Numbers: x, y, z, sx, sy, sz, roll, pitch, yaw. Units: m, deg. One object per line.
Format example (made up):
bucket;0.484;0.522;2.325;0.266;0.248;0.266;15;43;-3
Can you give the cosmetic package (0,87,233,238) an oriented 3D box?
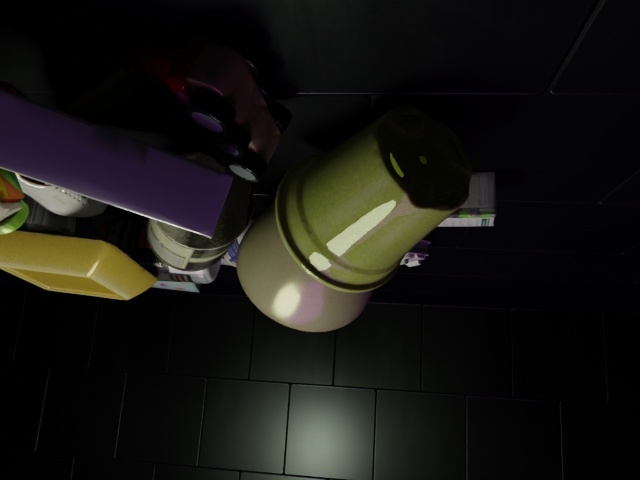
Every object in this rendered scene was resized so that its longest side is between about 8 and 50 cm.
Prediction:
cosmetic package;-0.295;-0.109;0.827;0.285;0.097;0.377;17;-177;-15

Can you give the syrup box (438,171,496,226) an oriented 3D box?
syrup box;0.241;-0.083;1.139;0.237;0.096;0.093;-1;166;14

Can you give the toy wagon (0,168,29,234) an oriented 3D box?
toy wagon;-0.498;-0.167;0.692;0.068;0.344;0.267;-33;147;-9

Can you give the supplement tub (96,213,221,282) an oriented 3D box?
supplement tub;-0.456;0.021;1.557;0.316;0.193;0.193;2;167;3

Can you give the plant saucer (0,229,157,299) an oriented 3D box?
plant saucer;-0.622;0.072;1.351;0.333;0.080;0.333;7;161;6

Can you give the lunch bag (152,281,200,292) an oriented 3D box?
lunch bag;-0.533;0.073;1.890;0.224;0.160;0.262;7;156;1

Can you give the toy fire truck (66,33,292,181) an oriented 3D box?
toy fire truck;-0.197;-0.187;0.773;0.247;0.158;0.217;21;166;17

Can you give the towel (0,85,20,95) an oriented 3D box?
towel;-0.613;-0.216;0.952;0.275;0.031;0.199;3;166;4

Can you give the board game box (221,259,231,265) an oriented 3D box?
board game box;-0.242;0.032;1.827;0.243;0.064;0.316;7;166;-13

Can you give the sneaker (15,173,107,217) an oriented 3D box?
sneaker;-0.559;-0.120;1.174;0.123;0.105;0.290;-1;165;29

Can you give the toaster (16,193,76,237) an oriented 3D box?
toaster;-0.670;-0.075;1.306;0.227;0.146;0.129;-5;165;36

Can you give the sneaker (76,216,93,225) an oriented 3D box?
sneaker;-0.694;-0.077;1.459;0.179;0.077;0.072;3;166;6

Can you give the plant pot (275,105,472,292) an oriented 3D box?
plant pot;0.102;-0.081;0.908;0.276;0.275;0.254;11;153;-28

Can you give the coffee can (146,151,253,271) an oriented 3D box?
coffee can;-0.270;-0.051;1.181;0.202;0.201;0.275;8;166;-17

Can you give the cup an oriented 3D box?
cup;0.000;0.000;1.191;0.332;0.330;0.237;7;143;-16

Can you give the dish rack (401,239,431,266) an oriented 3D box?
dish rack;0.158;0.062;1.641;0.333;0.072;0.286;-14;171;22

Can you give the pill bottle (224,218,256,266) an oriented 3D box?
pill bottle;-0.200;0.002;1.567;0.112;0.111;0.187;11;156;-29
